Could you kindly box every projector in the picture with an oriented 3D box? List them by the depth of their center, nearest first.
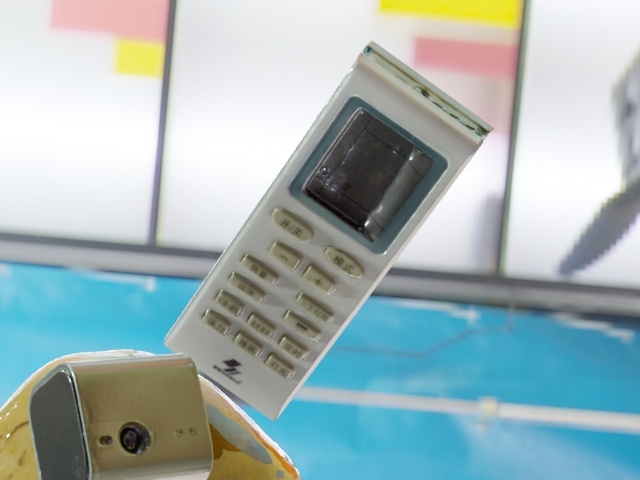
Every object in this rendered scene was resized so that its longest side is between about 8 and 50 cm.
[{"bbox_3d":[-0.122,0.117,1.117,0.083,0.082,0.083,-38,61,54],"label":"projector"}]

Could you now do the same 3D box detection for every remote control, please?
[{"bbox_3d":[0.000,0.000,1.277,0.277,0.103,0.055,-54,1,31],"label":"remote control"}]

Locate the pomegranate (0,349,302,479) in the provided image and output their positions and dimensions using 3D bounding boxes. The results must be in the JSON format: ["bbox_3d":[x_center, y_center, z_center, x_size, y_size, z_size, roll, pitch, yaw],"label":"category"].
[{"bbox_3d":[-0.144,0.227,1.427,0.307,0.307,0.307,-175,90,-86],"label":"pomegranate"}]
